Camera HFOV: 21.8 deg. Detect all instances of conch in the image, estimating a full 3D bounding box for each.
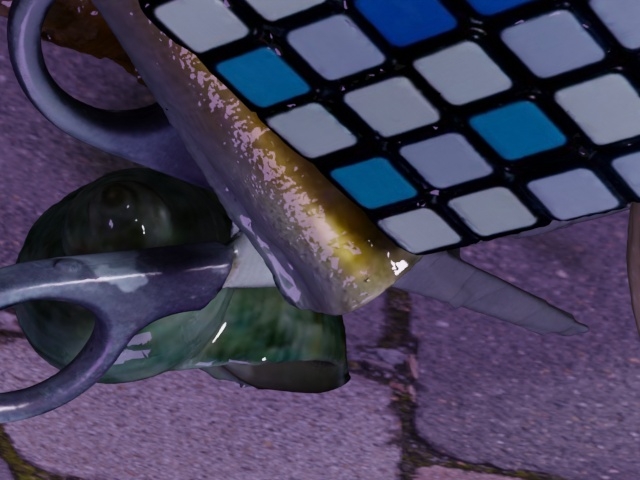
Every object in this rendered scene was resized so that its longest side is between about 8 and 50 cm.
[{"bbox_3d":[-0.078,0.024,0.921,0.176,0.122,0.188,29,-168,27],"label":"conch"}]

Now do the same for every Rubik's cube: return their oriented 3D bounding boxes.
[{"bbox_3d":[0.067,-0.129,0.614,0.184,0.182,0.187,-15,139,36],"label":"Rubik's cube"}]

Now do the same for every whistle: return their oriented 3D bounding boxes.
[{"bbox_3d":[-0.067,-0.112,0.673,0.326,0.068,0.057,55,168,-13],"label":"whistle"}]

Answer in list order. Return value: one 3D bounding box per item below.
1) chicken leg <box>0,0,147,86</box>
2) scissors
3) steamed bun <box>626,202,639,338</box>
[{"bbox_3d":[-0.093,-0.117,0.791,0.101,0.085,0.207,-24,143,24],"label":"chicken leg"},{"bbox_3d":[0.000,0.000,0.835,0.384,0.029,0.256,8,120,-31],"label":"scissors"},{"bbox_3d":[0.245,0.012,0.695,0.289,0.203,0.276,13,143,44],"label":"steamed bun"}]
